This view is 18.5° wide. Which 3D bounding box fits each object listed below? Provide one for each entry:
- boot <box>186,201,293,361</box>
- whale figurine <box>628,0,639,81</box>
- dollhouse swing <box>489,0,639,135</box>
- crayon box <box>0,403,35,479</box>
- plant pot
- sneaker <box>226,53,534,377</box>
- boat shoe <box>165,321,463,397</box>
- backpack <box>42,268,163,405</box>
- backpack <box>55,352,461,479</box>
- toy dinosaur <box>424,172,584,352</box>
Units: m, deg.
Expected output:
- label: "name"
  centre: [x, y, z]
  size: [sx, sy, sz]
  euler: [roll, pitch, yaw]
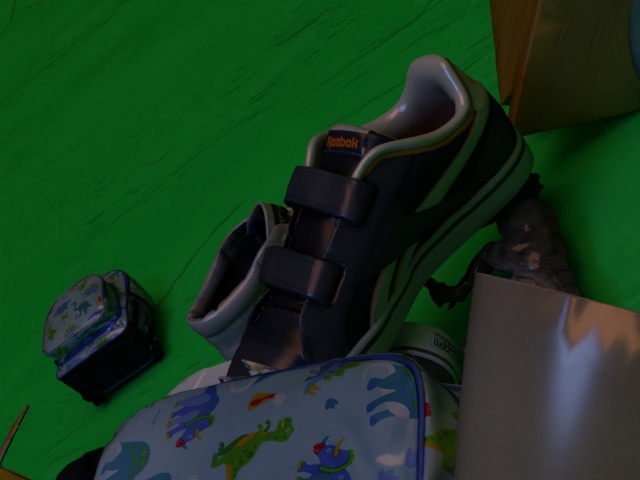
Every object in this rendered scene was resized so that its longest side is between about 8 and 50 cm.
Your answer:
- label: "boot"
  centre: [0.000, 0.000, 1.633]
  size: [0.258, 0.123, 0.095]
  euler: [-55, 29, -10]
- label: "whale figurine"
  centre: [0.336, -0.176, 1.328]
  size: [0.272, 0.141, 0.216]
  euler: [-32, 59, 9]
- label: "dollhouse swing"
  centre: [0.314, -0.283, 1.600]
  size: [0.347, 0.305, 0.315]
  euler: [-90, 7, -50]
- label: "crayon box"
  centre: [-0.282, 0.303, 1.596]
  size: [0.323, 0.083, 0.203]
  euler: [-65, 6, -14]
- label: "plant pot"
  centre: [0.174, 0.181, 1.063]
  size: [0.256, 0.256, 0.274]
  euler: [13, 88, 59]
- label: "sneaker"
  centre: [0.018, -0.003, 1.453]
  size: [0.321, 0.127, 0.126]
  euler: [-50, 32, -20]
- label: "boat shoe"
  centre: [-0.024, 0.153, 1.512]
  size: [0.301, 0.108, 0.102]
  euler: [-18, 39, 33]
- label: "backpack"
  centre: [-0.210, 0.081, 1.878]
  size: [0.105, 0.084, 0.114]
  euler: [-37, 28, 18]
- label: "backpack"
  centre: [-0.018, 0.216, 1.265]
  size: [0.355, 0.273, 0.290]
  euler: [-2, 42, 14]
- label: "toy dinosaur"
  centre: [0.146, 0.033, 1.458]
  size: [0.118, 0.064, 0.268]
  euler: [-37, 33, 10]
